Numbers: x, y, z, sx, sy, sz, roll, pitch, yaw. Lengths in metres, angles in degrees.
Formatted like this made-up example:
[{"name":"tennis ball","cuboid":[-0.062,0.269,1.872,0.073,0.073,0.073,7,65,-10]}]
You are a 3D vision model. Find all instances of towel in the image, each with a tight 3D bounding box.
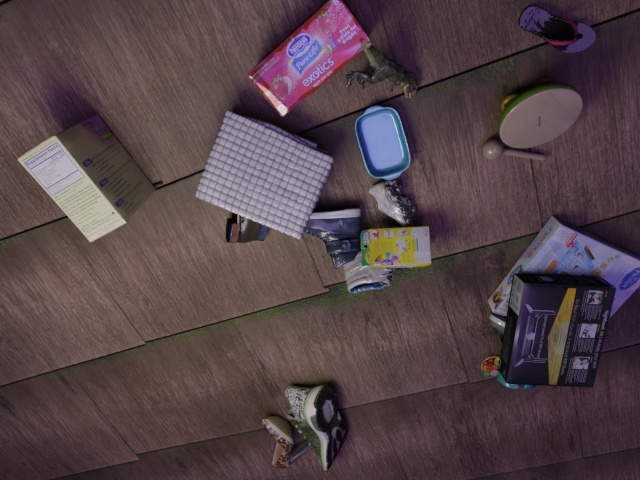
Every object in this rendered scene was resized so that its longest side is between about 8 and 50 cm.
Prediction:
[{"name":"towel","cuboid":[-0.134,-0.158,1.153,0.284,0.121,0.234,21,89,-8]}]

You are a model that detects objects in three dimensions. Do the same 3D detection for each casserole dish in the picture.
[{"name":"casserole dish","cuboid":[0.156,-0.245,1.174,0.114,0.037,0.188,-16,110,11]}]

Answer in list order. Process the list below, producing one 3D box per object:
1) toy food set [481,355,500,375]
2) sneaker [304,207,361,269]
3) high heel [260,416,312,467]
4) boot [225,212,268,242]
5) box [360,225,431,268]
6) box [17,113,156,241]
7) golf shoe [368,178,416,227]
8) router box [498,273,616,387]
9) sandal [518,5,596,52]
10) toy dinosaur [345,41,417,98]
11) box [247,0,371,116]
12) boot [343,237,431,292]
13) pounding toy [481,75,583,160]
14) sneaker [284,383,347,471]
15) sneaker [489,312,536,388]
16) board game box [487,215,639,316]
[{"name":"toy food set","cuboid":[0.568,0.411,1.531,0.084,0.020,0.082,-8,118,6]},{"name":"sneaker","cuboid":[0.001,0.000,1.268,0.227,0.086,0.163,-4,95,4]},{"name":"high heel","cuboid":[-0.171,0.740,1.698,0.186,0.093,0.261,-38,120,14]},{"name":"boot","cuboid":[-0.186,-0.093,1.275,0.106,0.082,0.219,6,114,-28]},{"name":"box","cuboid":[0.196,0.020,1.234,0.180,0.043,0.105,-2,75,7]},{"name":"box","cuboid":[-0.560,-0.159,1.159,0.118,0.213,0.242,-25,115,14]},{"name":"golf shoe","cuboid":[0.196,-0.092,1.261,0.086,0.069,0.176,-5,132,42]},{"name":"router box","cuboid":[0.645,0.250,1.297,0.243,0.081,0.308,3,107,1]},{"name":"sandal","cuboid":[0.528,-0.465,1.042,0.179,0.040,0.067,18,118,-7]},{"name":"toy dinosaur","cuboid":[0.123,-0.375,1.047,0.118,0.268,0.063,-12,81,33]},{"name":"box","cuboid":[-0.025,-0.413,1.046,0.257,0.128,0.122,-35,112,20]},{"name":"boot","cuboid":[0.188,0.070,1.290,0.259,0.123,0.095,-19,144,18]},{"name":"pounding toy","cuboid":[0.492,-0.303,1.115,0.183,0.110,0.236,-3,148,-8]},{"name":"sneaker","cuboid":[-0.023,0.639,1.646,0.182,0.158,0.409,11,126,32]},{"name":"sneaker","cuboid":[0.589,0.353,1.432,0.296,0.124,0.178,34,94,-16]},{"name":"board game box","cuboid":[0.709,0.128,1.344,0.318,0.065,0.318,23,117,-9]}]
